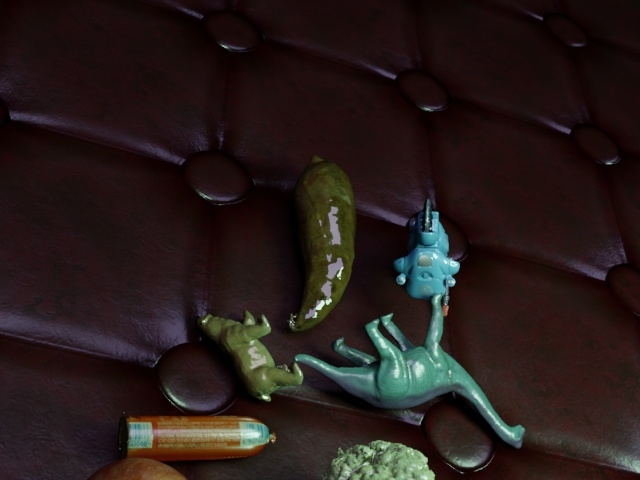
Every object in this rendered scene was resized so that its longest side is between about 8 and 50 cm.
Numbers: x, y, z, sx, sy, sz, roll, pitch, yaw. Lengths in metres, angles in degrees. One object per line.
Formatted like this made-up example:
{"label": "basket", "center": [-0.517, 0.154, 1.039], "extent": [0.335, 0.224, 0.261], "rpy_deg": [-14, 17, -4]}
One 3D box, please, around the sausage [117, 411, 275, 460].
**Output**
{"label": "sausage", "center": [-0.192, 0.319, 1.672], "extent": [0.264, 0.083, 0.083], "rpy_deg": [5, 49, -26]}

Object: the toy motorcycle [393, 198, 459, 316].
{"label": "toy motorcycle", "center": [0.209, 0.040, 2.022], "extent": [0.123, 0.272, 0.182], "rpy_deg": [2, 73, 8]}

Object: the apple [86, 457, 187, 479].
{"label": "apple", "center": [-0.261, 0.403, 1.476], "extent": [0.188, 0.188, 0.174], "rpy_deg": [47, 5, 18]}

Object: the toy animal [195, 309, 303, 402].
{"label": "toy animal", "center": [-0.128, 0.193, 1.822], "extent": [0.101, 0.103, 0.219], "rpy_deg": [-30, 71, -17]}

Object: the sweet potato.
{"label": "sweet potato", "center": [0.005, 0.003, 2.036], "extent": [0.130, 0.130, 0.423], "rpy_deg": [14, 54, -15]}

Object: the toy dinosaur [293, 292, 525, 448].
{"label": "toy dinosaur", "center": [0.172, 0.290, 1.873], "extent": [0.383, 0.129, 0.331], "rpy_deg": [-22, 83, -30]}

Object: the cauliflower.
{"label": "cauliflower", "center": [0.113, 0.457, 1.627], "extent": [0.272, 0.275, 0.250], "rpy_deg": [25, 1, 15]}
